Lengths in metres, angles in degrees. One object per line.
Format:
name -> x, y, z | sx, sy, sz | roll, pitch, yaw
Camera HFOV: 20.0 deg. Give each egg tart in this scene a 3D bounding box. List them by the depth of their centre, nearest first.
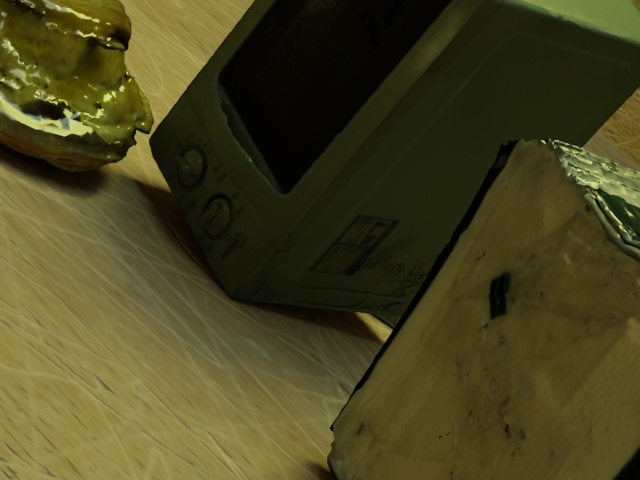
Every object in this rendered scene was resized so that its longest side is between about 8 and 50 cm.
egg tart -> -0.212, -0.144, 1.277 | 0.241, 0.106, 0.241 | 31, 18, -12

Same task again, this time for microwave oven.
microwave oven -> 0.054, -0.108, 1.307 | 0.237, 0.295, 0.181 | 7, 42, -46

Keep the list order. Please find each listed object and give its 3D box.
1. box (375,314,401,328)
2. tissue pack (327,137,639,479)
box -> 0.000, 0.000, 1.454 | 0.218, 0.039, 0.055 | 34, 13, -13
tissue pack -> 0.248, 0.139, 1.081 | 0.417, 0.264, 0.253 | 22, 22, -30
